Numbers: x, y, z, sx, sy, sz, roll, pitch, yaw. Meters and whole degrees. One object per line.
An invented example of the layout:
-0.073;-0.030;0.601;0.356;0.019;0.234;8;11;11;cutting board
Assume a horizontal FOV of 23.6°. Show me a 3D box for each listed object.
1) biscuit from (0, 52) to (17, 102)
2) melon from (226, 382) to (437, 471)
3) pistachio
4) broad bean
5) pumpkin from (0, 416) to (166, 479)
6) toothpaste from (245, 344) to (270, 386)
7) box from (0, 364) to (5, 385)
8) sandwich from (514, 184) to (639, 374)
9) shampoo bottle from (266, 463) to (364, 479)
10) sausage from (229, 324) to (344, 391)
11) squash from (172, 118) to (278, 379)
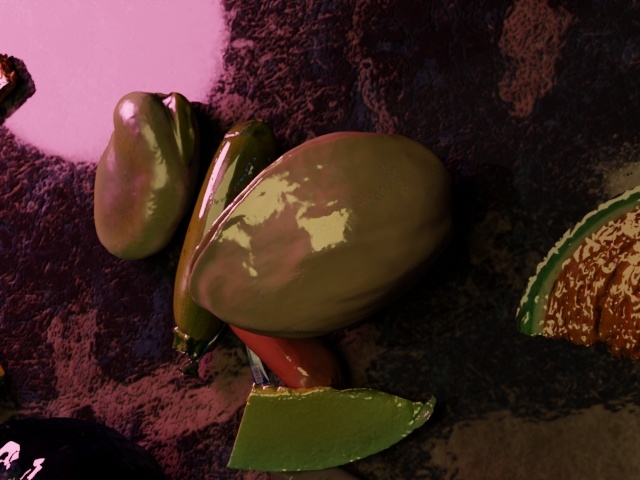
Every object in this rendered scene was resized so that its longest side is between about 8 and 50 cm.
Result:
-0.505;-0.186;2.192;0.199;0.034;0.064;-42;64;22;biscuit
0.012;0.203;1.762;0.261;0.053;0.114;-9;108;17;melon
0.000;0.000;1.718;0.332;0.226;0.208;-30;34;18;pistachio
-0.219;-0.085;1.956;0.169;0.100;0.228;48;123;37;broad bean
-0.333;0.391;1.870;0.363;0.266;0.363;-9;75;33;pumpkin
-0.082;0.139;1.880;0.024;0.015;0.083;-21;79;29;toothpaste
-0.563;0.239;2.097;0.103;0.180;0.250;48;113;17;box
0.321;0.027;1.588;0.159;0.079;0.235;36;108;21;sandwich
0.006;0.299;1.783;0.165;0.040;0.080;26;92;34;shampoo bottle
-0.045;0.118;1.818;0.194;0.077;0.077;43;108;29;sausage
-0.127;0.008;1.885;0.087;0.087;0.331;22;99;34;squash
